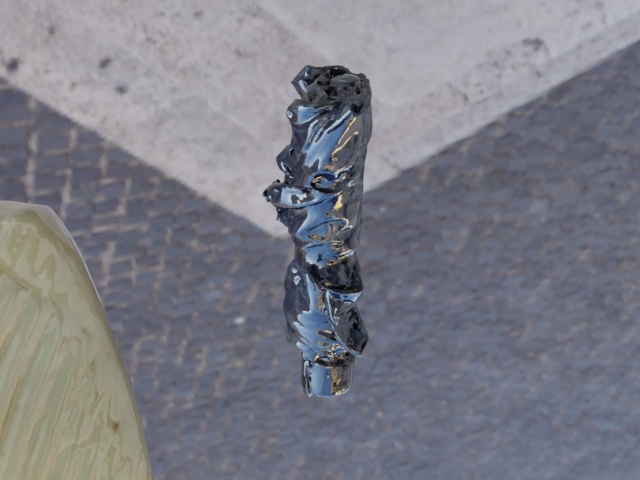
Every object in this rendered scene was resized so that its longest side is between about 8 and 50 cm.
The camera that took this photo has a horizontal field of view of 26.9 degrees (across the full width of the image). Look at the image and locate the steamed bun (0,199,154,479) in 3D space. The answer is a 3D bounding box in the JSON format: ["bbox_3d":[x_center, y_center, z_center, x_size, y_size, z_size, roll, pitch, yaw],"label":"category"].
[{"bbox_3d":[-0.181,0.087,0.441,0.238,0.170,0.152,-26,-170,-35],"label":"steamed bun"}]

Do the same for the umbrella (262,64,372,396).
[{"bbox_3d":[-0.002,-0.001,0.876,0.071,0.080,0.224,2,116,5],"label":"umbrella"}]
